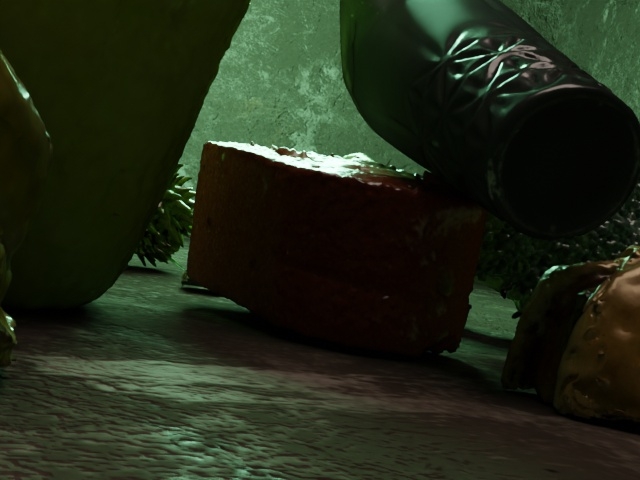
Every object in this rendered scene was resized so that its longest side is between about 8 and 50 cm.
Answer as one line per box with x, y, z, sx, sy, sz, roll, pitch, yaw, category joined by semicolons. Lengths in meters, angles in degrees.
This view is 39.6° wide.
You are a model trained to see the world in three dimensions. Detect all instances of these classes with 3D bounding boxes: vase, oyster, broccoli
0.133;-0.096;0.676;0.251;0.156;0.301;39;11;-22;vase
-0.119;0.039;0.939;0.051;0.034;0.093;17;-4;-6;oyster
0.210;-0.005;1.034;0.353;0.275;0.397;40;-17;-19;broccoli

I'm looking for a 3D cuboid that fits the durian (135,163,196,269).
-0.307;-0.053;1.050;0.355;0.158;0.169;10;-16;-21;durian

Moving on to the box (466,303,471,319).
0.119;0.077;1.046;0.091;0.031;0.126;10;1;-9;box

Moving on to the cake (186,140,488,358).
0.000;0.000;0.747;0.177;0.151;0.283;0;15;-33;cake

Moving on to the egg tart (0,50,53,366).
-0.191;-0.077;0.352;0.115;0.290;0.290;-35;15;-15;egg tart

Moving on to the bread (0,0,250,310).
-0.247;-0.134;0.624;0.348;0.308;0.348;22;13;-5;bread

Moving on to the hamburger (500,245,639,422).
0.262;0.060;0.586;0.262;0.131;0.124;4;3;-20;hamburger
